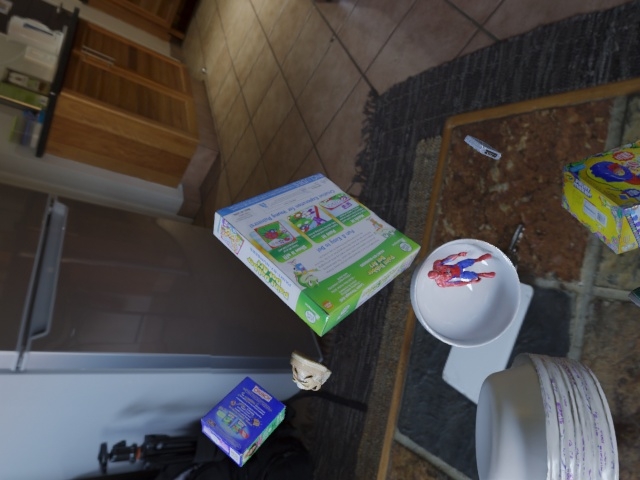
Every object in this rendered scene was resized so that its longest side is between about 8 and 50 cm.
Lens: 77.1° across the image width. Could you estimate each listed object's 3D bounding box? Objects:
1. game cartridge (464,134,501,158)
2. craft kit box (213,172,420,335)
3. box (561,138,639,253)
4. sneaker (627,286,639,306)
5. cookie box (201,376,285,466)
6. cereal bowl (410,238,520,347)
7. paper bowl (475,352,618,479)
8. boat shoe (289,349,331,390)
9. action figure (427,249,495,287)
[{"bbox_3d":[0.336,-0.195,0.836,0.017,0.083,0.056,-55,49,30],"label":"game cartridge"},{"bbox_3d":[0.000,0.000,0.663,0.246,0.249,0.061,38,133,25],"label":"craft kit box"},{"bbox_3d":[0.979,-0.148,1.258,0.279,0.177,0.290,-19,36,6],"label":"box"},{"bbox_3d":[0.851,0.172,0.866,0.302,0.108,0.121,42,110,45],"label":"sneaker"},{"bbox_3d":[-0.126,0.296,0.667,0.091,0.107,0.040,29,130,24],"label":"cookie box"},{"bbox_3d":[0.446,0.163,1.288,0.141,0.338,0.339,134,147,-84],"label":"cereal bowl"},{"bbox_3d":[0.348,0.333,0.666,0.148,0.284,0.284,5,81,12],"label":"paper bowl"},{"bbox_3d":[-0.023,0.259,0.775,0.063,0.170,0.059,23,72,28],"label":"boat shoe"},{"bbox_3d":[0.432,0.079,1.155,0.139,0.280,0.092,-24,74,56],"label":"action figure"}]
